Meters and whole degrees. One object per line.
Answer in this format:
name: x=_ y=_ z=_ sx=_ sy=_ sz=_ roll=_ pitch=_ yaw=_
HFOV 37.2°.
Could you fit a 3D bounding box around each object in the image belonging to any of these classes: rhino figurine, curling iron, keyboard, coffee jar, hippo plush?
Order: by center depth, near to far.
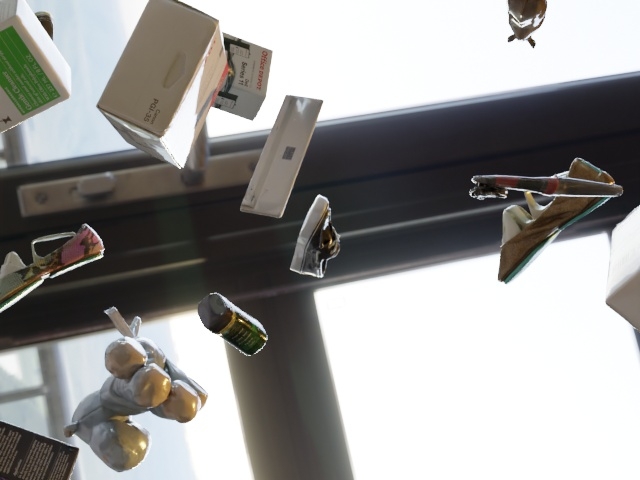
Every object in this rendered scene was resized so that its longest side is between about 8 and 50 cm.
curling iron: x=0.361 y=-0.087 z=1.518 sx=0.068 sy=0.274 sz=0.035 roll=164 pitch=-76 yaw=-74
keyboard: x=-0.063 y=-0.148 z=1.613 sx=0.014 sy=0.072 sz=0.256 roll=87 pitch=19 yaw=-59
rhino figurine: x=0.368 y=-0.413 z=1.694 sx=0.243 sy=0.073 sz=0.106 roll=48 pitch=55 yaw=-75
hippo plush: x=-0.392 y=0.306 z=1.827 sx=0.294 sy=0.236 sz=0.234 roll=42 pitch=1 yaw=23
coffee jar: x=-0.212 y=0.200 z=2.274 sx=0.184 sy=0.079 sz=0.096 roll=40 pitch=10 yaw=-47

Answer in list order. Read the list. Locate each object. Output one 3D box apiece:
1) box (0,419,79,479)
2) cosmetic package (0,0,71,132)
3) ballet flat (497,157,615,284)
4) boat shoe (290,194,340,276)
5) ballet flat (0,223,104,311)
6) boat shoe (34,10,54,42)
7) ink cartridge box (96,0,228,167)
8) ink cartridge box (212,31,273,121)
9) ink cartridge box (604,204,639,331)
box: x=-0.547 y=0.407 z=1.653 sx=0.108 sy=0.207 sz=0.153 roll=-80 pitch=-165 yaw=-48
cosmetic package: x=-0.691 y=-0.299 z=1.837 sx=0.197 sy=0.366 sz=0.155 roll=60 pitch=4 yaw=-35
ballet flat: x=0.449 y=-0.047 z=1.938 sx=0.124 sy=0.116 sz=0.342 roll=50 pitch=-46 yaw=11
boat shoe: x=0.000 y=0.000 z=2.309 sx=0.301 sy=0.102 sz=0.108 roll=108 pitch=4 yaw=-55
ballet flat: x=-0.468 y=0.041 z=1.571 sx=0.079 sy=0.222 sz=0.077 roll=59 pitch=-23 yaw=-1
boat shoe: x=-0.690 y=-0.449 z=2.322 sx=0.073 sy=0.080 sz=0.223 roll=54 pitch=-50 yaw=36
ink cartridge box: x=-0.246 y=-0.252 z=1.544 sx=0.283 sy=0.117 sz=0.207 roll=113 pitch=2 yaw=-84
ink cartridge box: x=-0.214 y=-0.363 z=2.020 sx=0.087 sy=0.209 sz=0.153 roll=129 pitch=-28 yaw=-50
ink cartridge box: x=0.525 y=0.013 z=1.425 sx=0.172 sy=0.100 sz=0.237 roll=-49 pitch=-176 yaw=32
